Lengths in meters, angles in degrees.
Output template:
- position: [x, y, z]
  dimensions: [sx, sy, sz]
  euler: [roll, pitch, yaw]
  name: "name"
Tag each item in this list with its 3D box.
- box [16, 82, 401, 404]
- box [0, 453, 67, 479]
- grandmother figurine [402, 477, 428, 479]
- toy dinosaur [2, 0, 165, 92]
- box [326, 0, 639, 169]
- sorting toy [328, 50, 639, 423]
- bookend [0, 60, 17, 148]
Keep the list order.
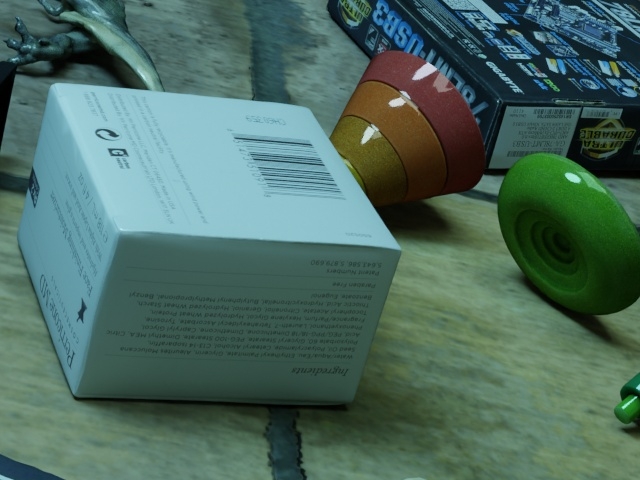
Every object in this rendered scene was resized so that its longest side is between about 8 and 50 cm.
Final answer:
- position: [-0.074, 0.002, 1.205]
  dimensions: [0.181, 0.119, 0.181]
  euler: [3, 30, -24]
  name: "box"
- position: [-0.253, 0.171, 0.643]
  dimensions: [0.294, 0.183, 0.296]
  euler: [23, 26, 4]
  name: "box"
- position: [0.094, 0.251, 0.874]
  dimensions: [0.207, 0.104, 0.342]
  euler: [-23, 43, -13]
  name: "grandmother figurine"
- position: [-0.193, -0.171, 1.528]
  dimensions: [0.118, 0.064, 0.268]
  euler: [7, 31, -33]
  name: "toy dinosaur"
- position: [0.197, -0.158, 1.714]
  dimensions: [0.293, 0.073, 0.295]
  euler: [1, 31, -31]
  name: "box"
- position: [0.119, 0.010, 1.350]
  dimensions: [0.126, 0.127, 0.365]
  euler: [-36, 57, -27]
  name: "sorting toy"
- position: [-0.299, -0.080, 1.279]
  dimensions: [0.157, 0.072, 0.156]
  euler: [17, 26, 1]
  name: "bookend"
